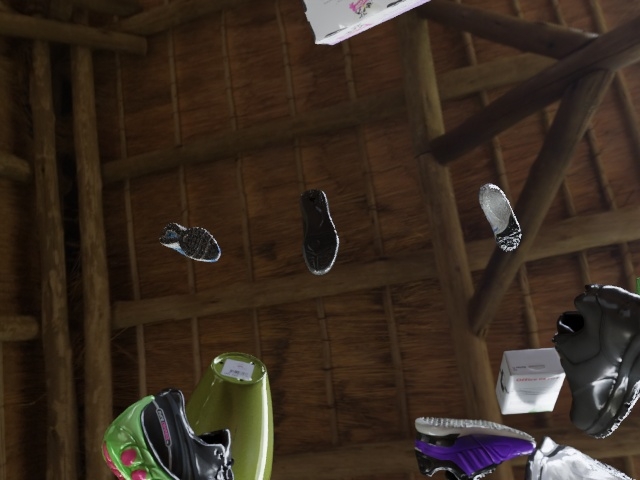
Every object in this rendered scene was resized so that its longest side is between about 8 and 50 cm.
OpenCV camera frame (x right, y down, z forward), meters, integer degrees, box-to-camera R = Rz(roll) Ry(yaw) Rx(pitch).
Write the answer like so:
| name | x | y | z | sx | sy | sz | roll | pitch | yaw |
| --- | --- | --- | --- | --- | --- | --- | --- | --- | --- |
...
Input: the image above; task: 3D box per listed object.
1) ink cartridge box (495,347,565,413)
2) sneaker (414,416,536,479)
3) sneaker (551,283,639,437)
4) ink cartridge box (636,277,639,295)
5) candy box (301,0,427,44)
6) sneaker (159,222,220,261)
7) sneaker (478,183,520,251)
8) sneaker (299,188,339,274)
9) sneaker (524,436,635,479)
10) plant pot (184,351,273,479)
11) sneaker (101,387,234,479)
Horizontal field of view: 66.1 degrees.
| name | x | y | z | sx | sy | sz | roll | pitch | yaw |
| --- | --- | --- | --- | --- | --- | --- | --- | --- | --- |
| ink cartridge box | 0.606 | 0.411 | 1.432 | 0.152 | 0.209 | 0.087 | -4 | -138 | 4 |
| sneaker | 0.343 | 0.487 | 1.109 | 0.293 | 0.102 | 0.146 | 9 | -101 | -12 |
| sneaker | 0.384 | 0.162 | 0.679 | 0.109 | 0.130 | 0.287 | -38 | -39 | -32 |
| ink cartridge box | 0.732 | 0.171 | 0.872 | 0.117 | 0.278 | 0.202 | 33 | -118 | -40 |
| candy box | 0.043 | -0.383 | 0.641 | 0.070 | 0.164 | 0.197 | -39 | -68 | -61 |
| sneaker | -0.260 | 0.008 | 1.027 | 0.073 | 0.162 | 0.064 | 41 | -107 | -52 |
| sneaker | 0.572 | -0.075 | 1.566 | 0.237 | 0.085 | 0.086 | 63 | -161 | -17 |
| sneaker | 0.000 | 0.000 | 1.175 | 0.087 | 0.130 | 0.228 | -13 | -127 | 3 |
| sneaker | 0.657 | 0.628 | 1.224 | 0.447 | 0.257 | 0.169 | 2 | -86 | -57 |
| plant pot | -0.227 | 0.443 | 1.227 | 0.274 | 0.274 | 0.294 | 3 | -70 | -32 |
| sneaker | -0.225 | 0.498 | 0.991 | 0.202 | 0.185 | 0.483 | -47 | -58 | -42 |
